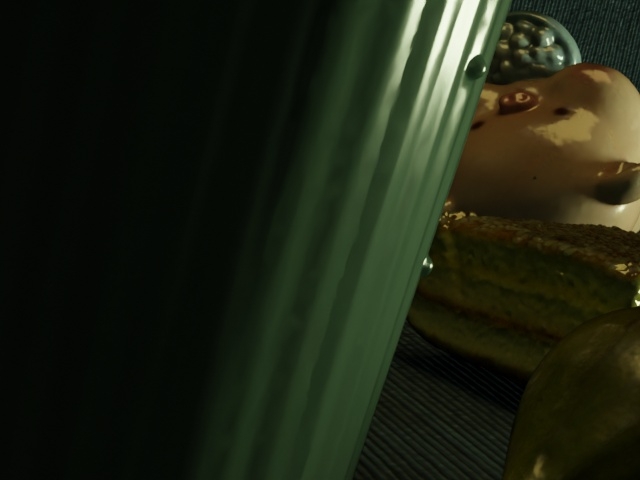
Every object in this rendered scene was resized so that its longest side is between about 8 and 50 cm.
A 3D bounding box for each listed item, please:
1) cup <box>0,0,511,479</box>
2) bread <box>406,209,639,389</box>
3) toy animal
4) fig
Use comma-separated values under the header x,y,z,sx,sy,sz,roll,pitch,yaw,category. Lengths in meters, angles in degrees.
x,y,z,sx,sy,sz,roll,pitch,yaw,category
-0.076,-0.092,0.807,0.310,0.392,0.401,13,11,-3,cup
0.190,0.052,1.172,0.184,0.111,0.234,19,10,43,bread
0.194,-0.057,1.570,0.210,0.230,0.221,-12,-39,15,toy animal
0.153,0.092,0.870,0.133,0.127,0.185,35,17,29,fig
